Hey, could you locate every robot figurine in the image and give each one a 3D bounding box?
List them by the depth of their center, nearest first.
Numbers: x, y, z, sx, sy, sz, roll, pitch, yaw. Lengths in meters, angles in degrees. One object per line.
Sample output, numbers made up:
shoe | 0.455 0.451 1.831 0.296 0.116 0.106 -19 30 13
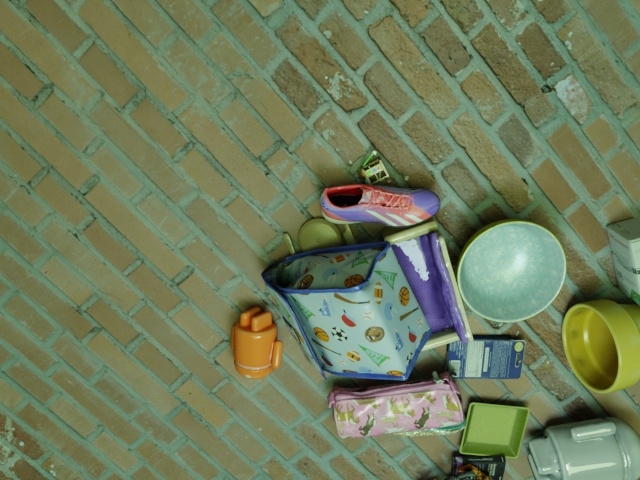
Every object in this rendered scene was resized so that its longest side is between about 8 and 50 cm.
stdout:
robot figurine | -0.187 0.306 1.859 0.158 0.128 0.219 3 109 -2
robot figurine | 0.816 0.647 1.946 0.354 0.199 0.299 -10 132 3
robot figurine | 0.417 0.799 2.020 0.291 0.085 0.211 -39 119 24

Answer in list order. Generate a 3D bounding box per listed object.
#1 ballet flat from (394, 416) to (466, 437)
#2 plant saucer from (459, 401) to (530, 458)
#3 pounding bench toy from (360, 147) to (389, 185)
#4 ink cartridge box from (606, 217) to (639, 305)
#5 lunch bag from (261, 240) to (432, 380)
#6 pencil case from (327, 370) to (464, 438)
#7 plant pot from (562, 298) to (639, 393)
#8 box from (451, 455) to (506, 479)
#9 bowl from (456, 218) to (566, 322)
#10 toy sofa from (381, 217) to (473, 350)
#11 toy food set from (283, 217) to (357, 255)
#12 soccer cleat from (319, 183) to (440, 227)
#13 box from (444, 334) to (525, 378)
ballet flat | 0.327 0.567 1.990 0.241 0.091 0.077 -1 139 4
plant saucer | 0.536 0.581 2.003 0.189 0.045 0.188 6 109 -3
pounding bench toy | 0.136 -0.198 1.727 0.065 0.052 0.083 -27 107 9
ink cartridge box | 0.875 0.059 1.768 0.087 0.153 0.208 -19 109 5
lunch bag | 0.046 0.198 1.733 0.386 0.239 0.327 -4 123 39
pencil case | 0.221 0.485 1.893 0.387 0.160 0.167 -11 88 10
plant pot | 0.857 0.282 1.809 0.239 0.254 0.253 -8 110 -13
box | 0.499 0.724 2.036 0.162 0.029 0.116 -3 130 4
bowl | 0.505 0.062 1.765 0.290 0.156 0.289 0 109 0
toy sofa | 0.293 0.125 1.776 0.150 0.177 0.362 -18 109 6
toy food set | 0.000 0.000 1.808 0.192 0.038 0.132 -18 102 13
soccer cleat | 0.156 -0.100 1.694 0.319 0.116 0.108 0 70 6
box | 0.491 0.350 1.927 0.226 0.036 0.136 1 110 1
